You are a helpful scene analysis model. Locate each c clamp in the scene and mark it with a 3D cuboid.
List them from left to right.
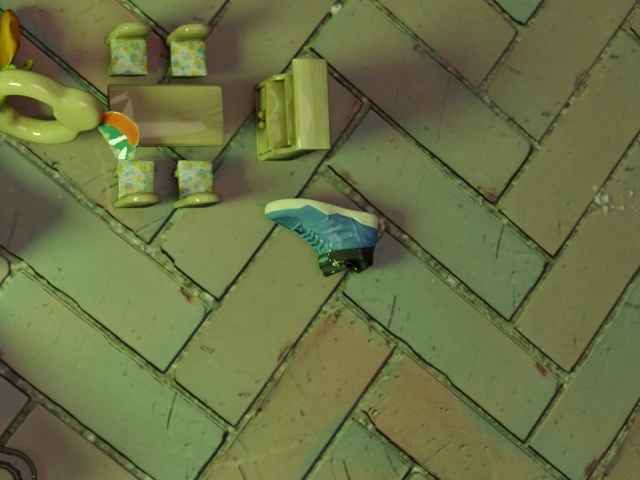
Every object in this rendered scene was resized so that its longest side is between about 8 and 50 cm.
[{"bbox_3d":[-0.400,0.294,1.740,0.137,0.022,0.161,12,80,-24],"label":"c clamp"}]

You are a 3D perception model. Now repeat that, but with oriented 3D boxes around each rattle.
[{"bbox_3d":[-0.290,-0.180,1.756,0.199,0.130,0.143,5,44,10],"label":"rattle"}]

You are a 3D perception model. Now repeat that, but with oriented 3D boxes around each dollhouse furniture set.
[{"bbox_3d":[-0.128,-0.151,1.794,0.242,0.161,0.212,-2,87,-20],"label":"dollhouse furniture set"}]

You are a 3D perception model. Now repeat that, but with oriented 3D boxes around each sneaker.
[{"bbox_3d":[0.000,0.000,1.883,0.152,0.058,0.085,12,73,-25],"label":"sneaker"}]
